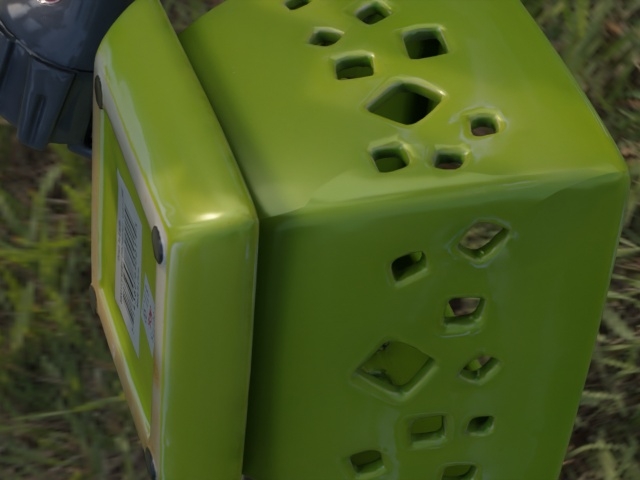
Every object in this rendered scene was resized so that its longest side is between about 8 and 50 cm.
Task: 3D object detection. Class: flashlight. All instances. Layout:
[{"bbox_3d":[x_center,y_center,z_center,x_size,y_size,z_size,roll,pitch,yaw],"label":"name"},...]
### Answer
[{"bbox_3d":[-0.120,-0.194,0.978,0.103,0.103,0.304,10,127,-20],"label":"flashlight"}]

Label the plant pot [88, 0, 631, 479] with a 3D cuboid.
[{"bbox_3d":[0.000,0.000,0.923,0.207,0.227,0.228,-8,130,-17],"label":"plant pot"}]
